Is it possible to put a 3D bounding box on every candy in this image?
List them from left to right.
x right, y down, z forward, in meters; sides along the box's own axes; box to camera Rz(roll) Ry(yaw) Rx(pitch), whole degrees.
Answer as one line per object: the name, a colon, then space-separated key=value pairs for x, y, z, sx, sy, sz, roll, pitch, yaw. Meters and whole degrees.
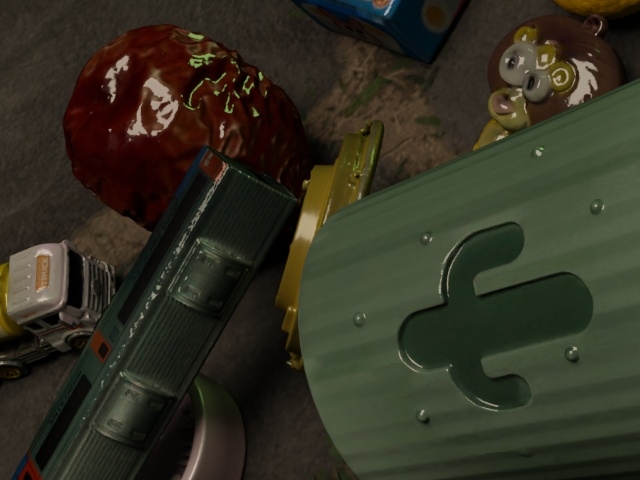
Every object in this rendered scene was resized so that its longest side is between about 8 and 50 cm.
candy: x=0.106 y=-0.336 z=1.859 sx=0.157 sy=0.100 sz=0.306 roll=24 pitch=81 yaw=41

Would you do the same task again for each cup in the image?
cup: x=0.211 y=0.084 z=1.420 sx=0.392 sy=0.310 sz=0.401 roll=-18 pitch=55 yaw=34

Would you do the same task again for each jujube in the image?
jujube: x=-0.121 y=-0.090 z=1.800 sx=0.213 sy=0.232 sz=0.213 roll=-19 pitch=56 yaw=30

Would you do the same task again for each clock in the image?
clock: x=-0.168 y=0.205 z=1.783 sx=0.197 sy=0.068 sz=0.196 roll=-18 pitch=56 yaw=29
clock: x=0.000 y=0.000 z=1.678 sx=0.057 sy=0.237 sz=0.237 roll=16 pitch=72 yaw=-2

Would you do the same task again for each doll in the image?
doll: x=0.196 y=-0.113 z=1.677 sx=0.145 sy=0.096 sz=0.188 roll=18 pitch=87 yaw=49

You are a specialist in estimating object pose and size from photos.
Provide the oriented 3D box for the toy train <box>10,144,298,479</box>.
toy train: x=-0.160 y=0.114 z=1.681 sx=0.409 sy=0.086 sz=0.089 roll=-60 pitch=27 yaw=5

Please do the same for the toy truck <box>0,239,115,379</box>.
toy truck: x=-0.322 y=0.076 z=1.935 sx=0.227 sy=0.114 sz=0.098 roll=-20 pitch=56 yaw=27

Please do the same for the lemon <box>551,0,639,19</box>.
lemon: x=0.248 y=-0.254 z=1.698 sx=0.155 sy=0.114 sz=0.114 roll=34 pitch=88 yaw=38
